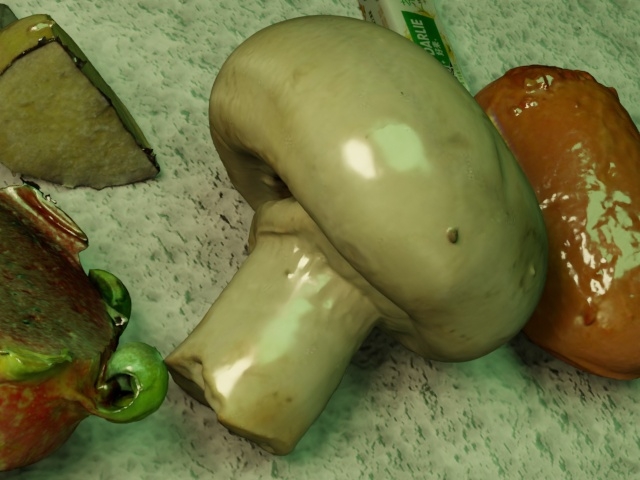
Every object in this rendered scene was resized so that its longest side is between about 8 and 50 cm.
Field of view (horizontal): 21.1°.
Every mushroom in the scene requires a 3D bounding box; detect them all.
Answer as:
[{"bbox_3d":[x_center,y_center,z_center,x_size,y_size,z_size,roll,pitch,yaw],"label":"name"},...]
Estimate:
[{"bbox_3d":[0.000,0.000,1.234,0.290,0.292,0.292,-44,81,-8],"label":"mushroom"}]

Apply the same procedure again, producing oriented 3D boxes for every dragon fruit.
[{"bbox_3d":[-0.239,0.046,1.122,0.295,0.130,0.268,37,17,12],"label":"dragon fruit"}]

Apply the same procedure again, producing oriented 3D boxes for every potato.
[{"bbox_3d":[-0.205,-0.104,1.296,0.100,0.172,0.089,-36,50,4],"label":"potato"}]

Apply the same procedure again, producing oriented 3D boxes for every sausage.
[{"bbox_3d":[0.205,-0.014,1.364,0.141,0.153,0.268,-12,65,-29],"label":"sausage"}]

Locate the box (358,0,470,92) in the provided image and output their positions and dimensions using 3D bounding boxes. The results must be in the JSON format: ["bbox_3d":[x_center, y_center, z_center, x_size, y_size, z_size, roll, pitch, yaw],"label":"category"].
[{"bbox_3d":[0.069,-0.200,1.498,0.050,0.041,0.207,-4,61,-29],"label":"box"}]

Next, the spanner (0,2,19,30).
[{"bbox_3d":[-0.307,-0.065,1.264,0.093,0.026,0.325,28,54,-5],"label":"spanner"}]

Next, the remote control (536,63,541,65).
[{"bbox_3d":[0.193,-0.115,1.513,0.039,0.014,0.096,26,51,-5],"label":"remote control"}]
